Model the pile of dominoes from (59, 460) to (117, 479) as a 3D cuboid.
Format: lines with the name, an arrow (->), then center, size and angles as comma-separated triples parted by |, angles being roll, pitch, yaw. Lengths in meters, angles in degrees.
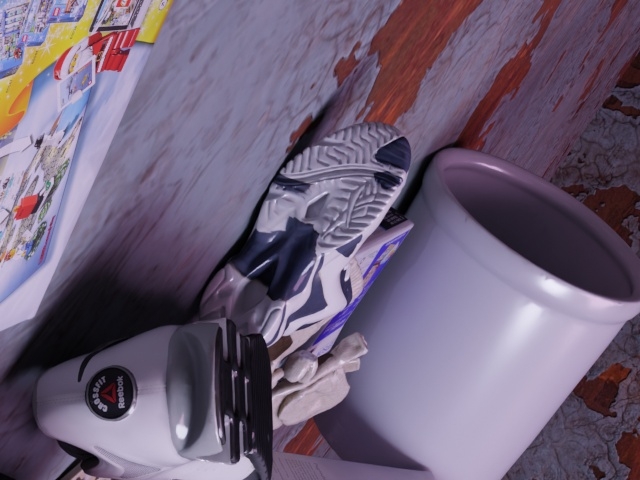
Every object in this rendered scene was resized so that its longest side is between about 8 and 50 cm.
pile of dominoes -> -0.135, 0.205, 1.004 | 0.196, 0.040, 0.251 | -52, 154, -15

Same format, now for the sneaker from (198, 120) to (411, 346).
sneaker -> 0.000, 0.000, 0.990 | 0.235, 0.094, 0.153 | -57, 168, 4

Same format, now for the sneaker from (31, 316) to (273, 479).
sneaker -> -0.113, 0.124, 0.826 | 0.330, 0.146, 0.123 | 69, 17, -71

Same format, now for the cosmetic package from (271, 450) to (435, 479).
cosmetic package -> -0.010, 0.363, 1.286 | 0.365, 0.155, 0.197 | 18, 122, -43

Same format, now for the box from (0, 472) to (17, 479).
box -> -0.235, 0.287, 0.621 | 0.318, 0.097, 0.395 | -55, 151, -11

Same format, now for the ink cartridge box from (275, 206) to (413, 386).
ink cartridge box -> 0.005, 0.068, 1.264 | 0.208, 0.045, 0.206 | -59, 166, 23

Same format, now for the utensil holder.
utensil holder -> 0.201, 0.124, 1.504 | 0.386, 0.327, 0.327 | -61, 166, 25

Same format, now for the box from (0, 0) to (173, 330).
box -> -0.144, -0.049, 0.466 | 0.233, 0.044, 0.159 | -61, 166, 22

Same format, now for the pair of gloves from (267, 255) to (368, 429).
pair of gloves -> -0.032, 0.135, 1.163 | 0.204, 0.042, 0.240 | -30, 147, -19
